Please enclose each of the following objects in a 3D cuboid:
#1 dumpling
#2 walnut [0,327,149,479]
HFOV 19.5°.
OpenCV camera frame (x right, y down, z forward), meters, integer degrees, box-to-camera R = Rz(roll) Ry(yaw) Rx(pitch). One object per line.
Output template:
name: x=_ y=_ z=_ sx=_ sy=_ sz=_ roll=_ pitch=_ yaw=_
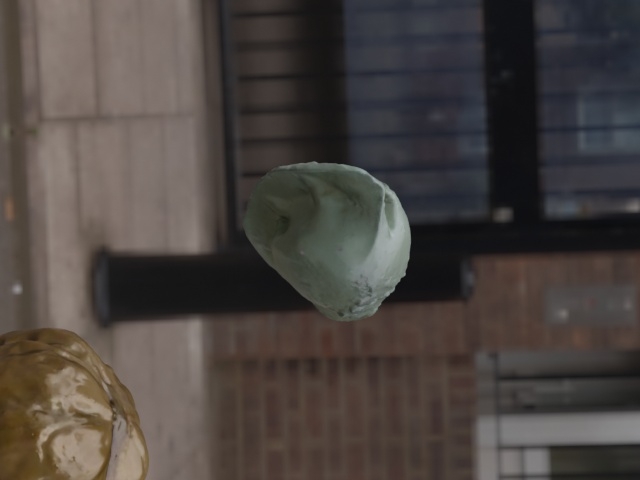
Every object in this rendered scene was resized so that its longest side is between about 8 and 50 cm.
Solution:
dumpling: x=0.005 y=0.011 z=1.664 sx=0.219 sy=0.152 sz=0.108 roll=93 pitch=-2 yaw=-48
walnut: x=-0.293 y=0.202 z=1.731 sx=0.224 sy=0.257 sz=0.257 roll=34 pitch=52 yaw=-60
